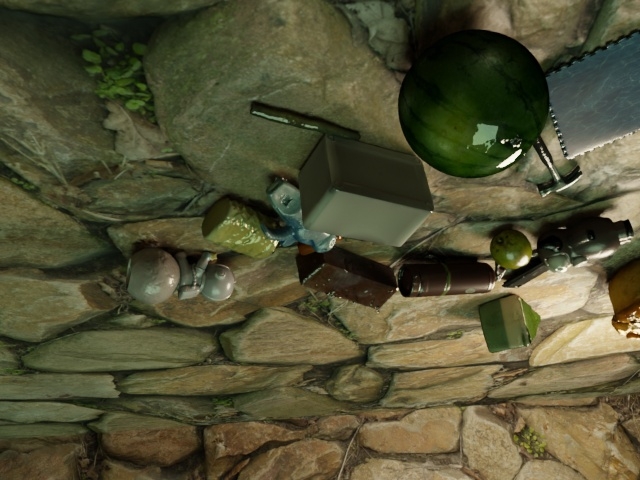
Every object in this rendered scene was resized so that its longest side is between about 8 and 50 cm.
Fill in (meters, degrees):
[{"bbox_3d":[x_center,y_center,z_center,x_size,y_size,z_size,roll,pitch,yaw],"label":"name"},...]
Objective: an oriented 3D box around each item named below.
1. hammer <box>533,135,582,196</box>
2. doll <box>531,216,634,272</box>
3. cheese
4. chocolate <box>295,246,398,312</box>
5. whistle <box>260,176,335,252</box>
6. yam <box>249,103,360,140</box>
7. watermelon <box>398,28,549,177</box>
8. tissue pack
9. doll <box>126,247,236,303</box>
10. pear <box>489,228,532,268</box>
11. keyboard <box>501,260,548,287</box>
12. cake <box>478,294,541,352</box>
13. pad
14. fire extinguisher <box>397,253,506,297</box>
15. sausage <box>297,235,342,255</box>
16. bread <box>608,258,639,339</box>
[{"bbox_3d":[0.515,-0.182,1.195,0.103,0.029,0.246,-23,143,25],"label":"hammer"},{"bbox_3d":[0.699,0.009,1.444,0.257,0.117,0.182,-21,158,17],"label":"doll"},{"bbox_3d":[-0.186,-0.025,1.267,0.123,0.094,0.167,-29,141,35],"label":"cheese"},{"bbox_3d":[0.087,0.100,1.515,0.321,0.112,0.112,22,129,-35],"label":"chocolate"},{"bbox_3d":[-0.041,-0.054,1.248,0.180,0.093,0.269,-39,141,6],"label":"whistle"},{"bbox_3d":[-0.024,-0.229,1.036,0.234,0.029,0.027,9,172,-24],"label":"yam"},{"bbox_3d":[0.251,-0.225,0.888,0.242,0.243,0.242,-4,148,-3],"label":"watermelon"},{"bbox_3d":[0.094,-0.104,1.130,0.245,0.160,0.136,10,143,-23],"label":"tissue pack"},{"bbox_3d":[-0.358,0.102,1.405,0.287,0.151,0.151,9,145,-28],"label":"doll"},{"bbox_3d":[0.518,0.024,1.456,0.107,0.107,0.131,-30,127,33],"label":"pear"},{"bbox_3d":[0.669,0.090,1.645,0.093,0.025,0.230,2,149,-35],"label":"keyboard"},{"bbox_3d":[0.688,0.268,1.921,0.157,0.172,0.283,-20,179,33],"label":"cake"},{"bbox_3d":[0.584,-0.286,1.032,0.269,0.012,0.269,-23,139,24],"label":"pad"},{"bbox_3d":[0.399,0.098,1.556,0.341,0.105,0.142,-2,120,-19],"label":"fire extinguisher"},{"bbox_3d":[0.000,0.000,1.387,0.131,0.041,0.039,-23,122,25],"label":"sausage"},{"bbox_3d":[1.125,0.179,1.697,0.397,0.216,0.398,-3,148,-2],"label":"bread"}]
